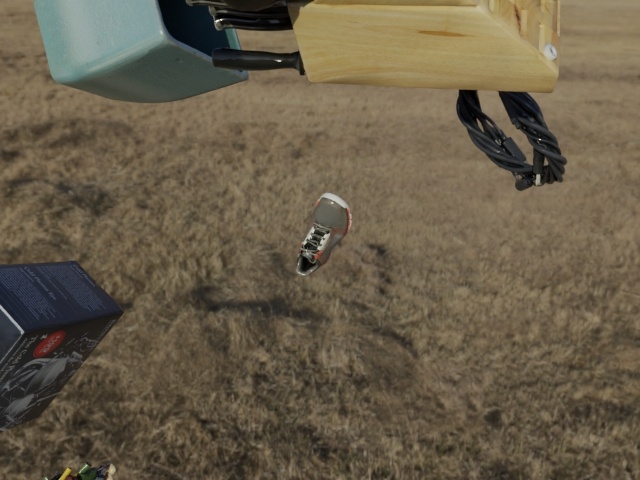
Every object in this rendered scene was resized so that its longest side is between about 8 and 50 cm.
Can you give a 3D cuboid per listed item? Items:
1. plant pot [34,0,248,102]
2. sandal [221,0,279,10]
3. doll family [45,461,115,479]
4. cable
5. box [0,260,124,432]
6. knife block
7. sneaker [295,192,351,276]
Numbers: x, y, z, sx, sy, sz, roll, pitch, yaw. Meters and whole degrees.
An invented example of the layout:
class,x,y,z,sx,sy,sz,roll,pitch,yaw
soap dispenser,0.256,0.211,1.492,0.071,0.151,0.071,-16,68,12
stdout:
class,x,y,z,sx,sy,sz,roll,pitch,yaw
plant pot,-0.309,-0.355,1.005,0.252,0.247,0.248,-18,-6,20
sandal,-0.064,-0.229,0.307,0.120,0.086,0.303,-25,-14,-1
doll family,-0.435,0.454,1.055,0.076,0.192,0.111,19,5,31
cable,0.239,-0.143,0.795,0.047,0.184,0.150,-34,9,-4
box,-0.632,0.223,1.246,0.179,0.343,0.312,43,11,10
knife block,0.033,-0.188,0.539,0.276,0.088,0.242,24,-26,-29
sneaker,0.000,0.000,0.928,0.061,0.157,0.065,28,45,10
